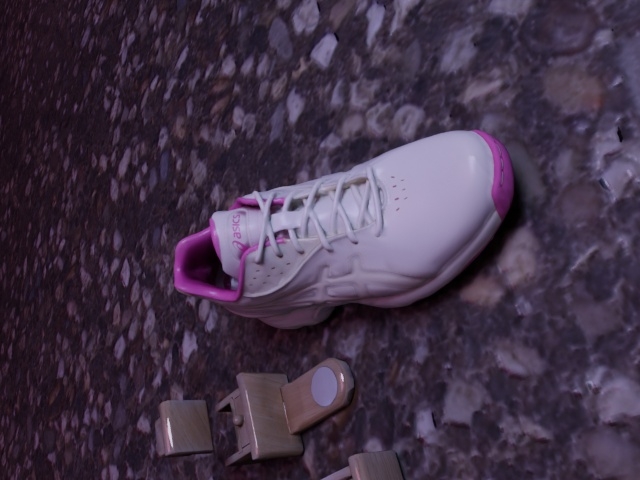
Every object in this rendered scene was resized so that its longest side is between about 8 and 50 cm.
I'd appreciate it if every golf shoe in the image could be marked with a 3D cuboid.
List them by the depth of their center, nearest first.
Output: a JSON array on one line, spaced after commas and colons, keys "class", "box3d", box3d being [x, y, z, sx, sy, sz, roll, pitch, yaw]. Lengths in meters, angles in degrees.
[{"class": "golf shoe", "box3d": [0.000, 0.000, 0.483, 0.306, 0.140, 0.115, -29, 59, 41]}]

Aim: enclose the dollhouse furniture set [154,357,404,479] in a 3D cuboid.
[{"class": "dollhouse furniture set", "box3d": [-0.114, 0.214, 0.400, 0.174, 0.355, 0.304, -41, 52, 36]}]
